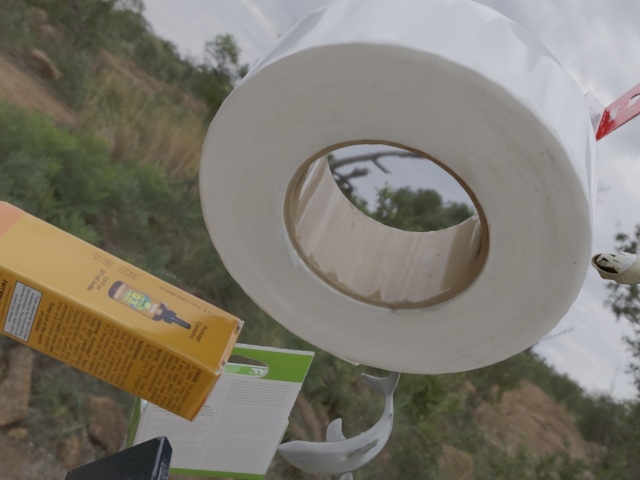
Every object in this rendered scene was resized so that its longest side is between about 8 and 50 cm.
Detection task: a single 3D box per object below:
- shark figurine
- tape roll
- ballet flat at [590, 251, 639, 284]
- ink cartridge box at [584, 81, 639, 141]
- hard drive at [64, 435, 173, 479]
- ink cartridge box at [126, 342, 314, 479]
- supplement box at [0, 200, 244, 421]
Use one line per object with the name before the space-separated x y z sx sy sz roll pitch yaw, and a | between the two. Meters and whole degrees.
shark figurine | 0.082 0.333 1.331 0.166 0.278 0.116 49 -35 10
tape roll | 0.057 -0.033 0.573 0.286 0.286 0.100 40 40 -12
ballet flat | 0.517 0.045 1.330 0.052 0.057 0.168 42 -7 -3
ink cartridge box | 0.595 -0.270 1.690 0.066 0.261 0.296 47 34 -2
hard drive | -0.170 0.208 0.613 0.135 0.094 0.022 -120 -171 -78
ink cartridge box | -0.132 0.188 0.978 0.188 0.255 0.097 10 37 -17
supplement box | -0.188 0.061 0.645 0.233 0.080 0.078 26 33 -4
